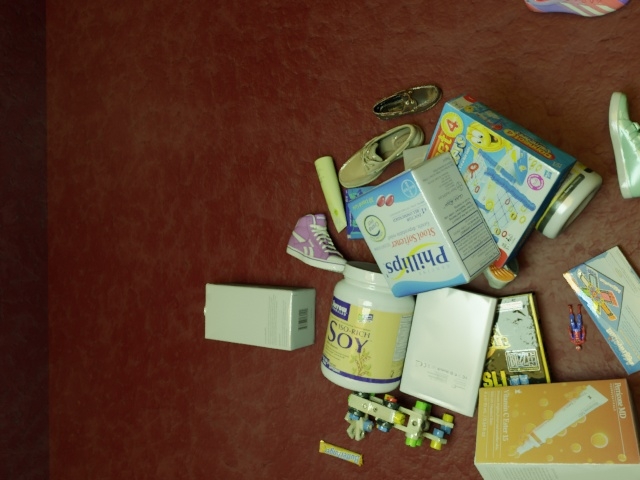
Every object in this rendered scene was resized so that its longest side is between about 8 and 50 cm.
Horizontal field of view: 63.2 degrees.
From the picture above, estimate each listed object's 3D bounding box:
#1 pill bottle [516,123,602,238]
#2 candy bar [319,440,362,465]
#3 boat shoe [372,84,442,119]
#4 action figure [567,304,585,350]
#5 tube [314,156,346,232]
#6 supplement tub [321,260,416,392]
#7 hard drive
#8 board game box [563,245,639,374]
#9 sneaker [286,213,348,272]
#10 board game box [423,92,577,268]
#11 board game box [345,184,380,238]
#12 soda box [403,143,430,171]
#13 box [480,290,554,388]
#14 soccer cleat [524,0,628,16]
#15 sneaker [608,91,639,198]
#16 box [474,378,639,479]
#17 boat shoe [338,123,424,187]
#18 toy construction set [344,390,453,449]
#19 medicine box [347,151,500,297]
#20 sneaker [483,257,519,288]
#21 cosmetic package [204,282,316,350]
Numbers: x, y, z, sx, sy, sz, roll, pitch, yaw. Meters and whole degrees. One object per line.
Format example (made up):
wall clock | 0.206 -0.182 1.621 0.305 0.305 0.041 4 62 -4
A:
pill bottle | 0.509 -0.173 1.319 0.334 0.187 0.188 43 110 24
candy bar | 0.067 0.686 1.678 0.161 0.018 0.040 7 93 32
boat shoe | 0.254 -0.408 1.541 0.206 0.073 0.073 -17 80 29
action figure | 0.652 0.223 1.325 0.038 0.030 0.115 -6 88 26
tube | 0.039 -0.149 1.671 0.062 0.070 0.240 -19 80 24
supplement tub | 0.142 0.243 1.506 0.240 0.241 0.332 13 96 30
hard drive | 0.344 0.286 1.413 0.210 0.040 0.319 13 97 30
board game box | 0.739 0.169 1.272 0.145 0.027 0.282 -34 73 25
sneaker | -0.001 0.000 1.647 0.282 0.102 0.161 24 96 46
board game box | 0.391 -0.139 1.250 0.302 0.086 0.308 41 141 26
board game box | 0.180 -0.088 1.597 0.210 0.047 0.160 -5 87 30
soda box | 0.310 -0.123 1.491 0.091 0.098 0.287 -8 85 30
box | 0.443 0.290 1.422 0.321 0.079 0.257 -13 85 30
soccer cleat | 0.636 -0.613 1.298 0.247 0.095 0.083 15 97 31
sneaker | 0.769 -0.237 1.216 0.151 0.094 0.256 -11 94 36
box | 0.566 0.476 1.237 0.345 0.215 0.168 -14 124 30
boat shoe | 0.167 -0.259 1.576 0.302 0.098 0.109 -28 76 28
toy construction set | 0.199 0.510 1.508 0.327 0.215 0.151 -9 64 36
medicine box | 0.250 -0.030 1.299 0.263 0.149 0.290 -24 94 55
sneaker | 0.448 0.011 1.412 0.099 0.121 0.263 -7 62 0
cosmetic package | -0.209 0.248 1.767 0.365 0.155 0.197 3 91 32
